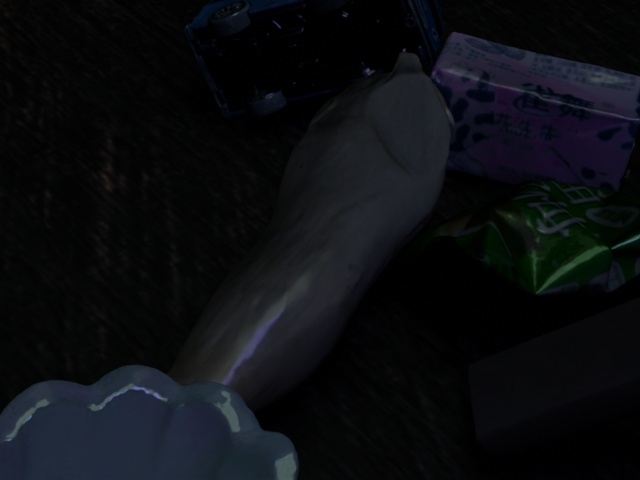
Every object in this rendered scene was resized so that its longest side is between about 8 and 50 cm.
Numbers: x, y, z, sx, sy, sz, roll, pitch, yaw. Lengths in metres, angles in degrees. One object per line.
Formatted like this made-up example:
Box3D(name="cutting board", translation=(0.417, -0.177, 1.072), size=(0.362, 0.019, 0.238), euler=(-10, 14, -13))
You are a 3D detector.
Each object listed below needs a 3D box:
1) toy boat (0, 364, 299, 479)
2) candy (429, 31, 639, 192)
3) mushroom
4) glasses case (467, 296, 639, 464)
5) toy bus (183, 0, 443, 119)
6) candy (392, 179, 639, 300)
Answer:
Box3D(name="toy boat", translation=(-0.125, 0.185, 0.703), size=(0.199, 0.100, 0.290), euler=(23, 41, 20))
Box3D(name="candy", translation=(0.159, -0.089, 1.081), size=(0.160, 0.092, 0.073), euler=(16, 38, 14))
Box3D(name="mushroom", translation=(0.001, 0.000, 0.939), size=(0.109, 0.097, 0.351), euler=(-14, 29, 37))
Box3D(name="glasses case", translation=(0.178, 0.072, 0.847), size=(0.191, 0.042, 0.072), euler=(-24, 40, 21))
Box3D(name="toy bus", translation=(0.002, -0.166, 1.098), size=(0.185, 0.090, 0.106), euler=(-10, 28, 27))
Box3D(name="candy", translation=(0.158, 0.002, 0.964), size=(0.203, 0.078, 0.141), euler=(-11, 17, -15))
